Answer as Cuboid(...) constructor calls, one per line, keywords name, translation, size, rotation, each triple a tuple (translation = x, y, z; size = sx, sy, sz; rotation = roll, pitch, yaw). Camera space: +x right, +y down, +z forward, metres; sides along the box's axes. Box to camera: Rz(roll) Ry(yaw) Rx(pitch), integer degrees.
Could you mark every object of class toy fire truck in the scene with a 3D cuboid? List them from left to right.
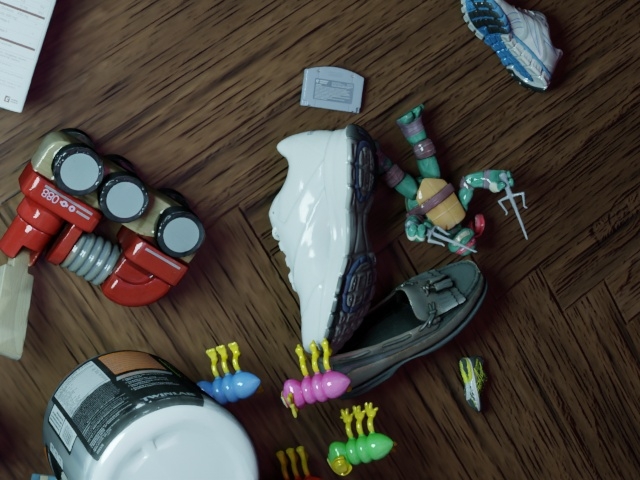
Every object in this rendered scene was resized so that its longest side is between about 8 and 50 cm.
Cuboid(name="toy fire truck", translation=(-0.280, 0.025, 1.400), size=(0.217, 0.158, 0.246), rotation=(33, 95, -24))

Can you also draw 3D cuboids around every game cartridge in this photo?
Cuboid(name="game cartridge", translation=(0.015, -0.199, 1.558), size=(0.083, 0.017, 0.056), rotation=(6, 98, -24))

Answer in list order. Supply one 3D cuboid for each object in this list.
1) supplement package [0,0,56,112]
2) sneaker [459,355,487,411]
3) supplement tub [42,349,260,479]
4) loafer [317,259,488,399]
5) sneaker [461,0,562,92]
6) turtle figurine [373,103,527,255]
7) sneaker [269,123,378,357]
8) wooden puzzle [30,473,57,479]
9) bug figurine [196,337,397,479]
Cuboid(name="supplement package", translation=(-0.367, -0.245, 1.339), size=(0.105, 0.105, 0.179), rotation=(17, 89, -24))
Cuboid(name="sneaker", translation=(0.223, 0.202, 1.691), size=(0.035, 0.031, 0.083), rotation=(-17, 103, -21))
Cuboid(name="supplement tub", translation=(-0.206, 0.236, 1.357), size=(0.193, 0.316, 0.194), rotation=(-3, 98, -22))
Cuboid(name="loafer", translation=(0.111, 0.106, 1.586), size=(0.267, 0.096, 0.084), rotation=(-37, 135, -13))
Cuboid(name="sneaker", translation=(0.266, -0.295, 1.631), size=(0.191, 0.071, 0.083), rotation=(46, 72, -30))
Cuboid(name="turtle figurine", translation=(0.157, -0.054, 1.584), size=(0.175, 0.118, 0.234), rotation=(-42, 95, -29))
Cuboid(name="sneaker", translation=(0.000, 0.000, 1.524), size=(0.111, 0.129, 0.297), rotation=(5, 89, -64))
Cuboid(name="wooden puzzle", translation=(-0.337, 0.316, 1.480), size=(0.083, 0.006, 0.049), rotation=(11, 93, -24))
Cuboid(name="bug figurine", translation=(-0.032, 0.241, 1.510), size=(0.216, 0.072, 0.279), rotation=(-21, 119, 18))
